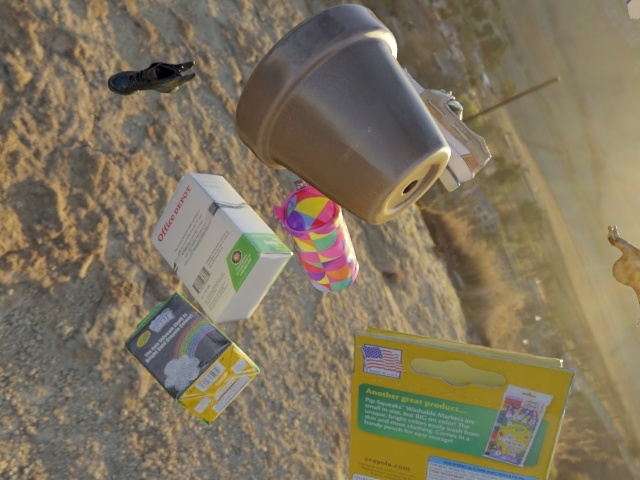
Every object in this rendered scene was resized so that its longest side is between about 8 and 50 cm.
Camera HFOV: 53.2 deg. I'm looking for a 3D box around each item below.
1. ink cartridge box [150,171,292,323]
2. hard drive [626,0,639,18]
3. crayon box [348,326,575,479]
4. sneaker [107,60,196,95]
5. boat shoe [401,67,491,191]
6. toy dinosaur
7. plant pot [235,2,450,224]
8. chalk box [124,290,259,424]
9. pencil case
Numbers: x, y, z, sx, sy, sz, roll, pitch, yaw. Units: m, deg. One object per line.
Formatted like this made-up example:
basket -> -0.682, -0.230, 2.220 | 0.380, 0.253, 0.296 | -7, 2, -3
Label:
ink cartridge box -> -0.233, 0.011, 1.462 | 0.289, 0.211, 0.122 | 47, 26, 26
hard drive -> 0.695, -0.442, 1.060 | 0.319, 0.210, 0.040 | -23, 99, -31
crayon box -> 0.138, 0.217, 0.690 | 0.083, 0.203, 0.322 | -61, 156, -55
sneaker -> -0.341, -0.332, 1.291 | 0.170, 0.089, 0.051 | -4, 82, -18
boat shoe -> 0.222, -0.230, 1.223 | 0.113, 0.103, 0.302 | 38, 24, -56
toy dinosaur -> 0.548, 0.055, 1.086 | 0.053, 0.093, 0.183 | 28, 46, -52
plant pot -> 0.051, -0.152, 0.886 | 0.229, 0.263, 0.263 | 48, 27, 18
chalk box -> -0.238, 0.193, 1.123 | 0.132, 0.213, 0.132 | -46, 144, -13
pencil case -> 0.000, 0.000, 1.063 | 0.236, 0.105, 0.104 | 67, 17, -58
